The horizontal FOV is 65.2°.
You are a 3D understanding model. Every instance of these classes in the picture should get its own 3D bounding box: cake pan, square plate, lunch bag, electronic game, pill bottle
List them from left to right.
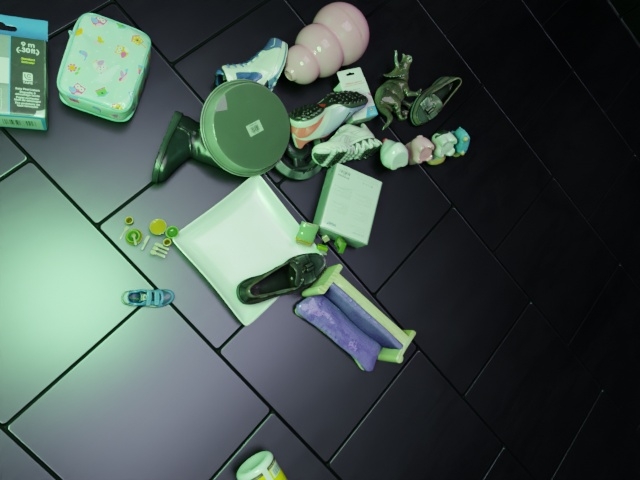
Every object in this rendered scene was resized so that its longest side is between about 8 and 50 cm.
[{"bbox_3d":[-0.621,-0.499,1.439,0.224,0.108,0.279,15,74,-15],"label":"lunch bag"},{"bbox_3d":[-0.213,-0.340,1.509,0.293,0.054,0.293,-4,98,-32],"label":"cake pan"},{"bbox_3d":[-0.217,0.024,1.552,0.344,0.049,0.347,-42,98,-23],"label":"square plate"},{"bbox_3d":[-0.140,0.724,1.427,0.117,0.117,0.215,-30,93,-24],"label":"pill bottle"},{"bbox_3d":[-0.081,-0.314,1.666,0.229,0.048,0.229,5,80,-31],"label":"electronic game"}]

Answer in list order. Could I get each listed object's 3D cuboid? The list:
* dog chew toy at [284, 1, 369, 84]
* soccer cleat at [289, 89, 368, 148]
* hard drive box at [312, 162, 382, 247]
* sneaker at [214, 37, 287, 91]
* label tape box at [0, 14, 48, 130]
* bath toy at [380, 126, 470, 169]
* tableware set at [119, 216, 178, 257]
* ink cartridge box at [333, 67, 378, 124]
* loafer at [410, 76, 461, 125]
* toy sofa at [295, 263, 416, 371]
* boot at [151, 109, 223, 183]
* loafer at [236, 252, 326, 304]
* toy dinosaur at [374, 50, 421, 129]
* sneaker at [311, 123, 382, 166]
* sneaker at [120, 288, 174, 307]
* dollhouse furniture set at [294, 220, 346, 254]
[{"bbox_3d":[0.010,-0.649,1.686,0.332,0.206,0.206,-44,99,-16],"label":"dog chew toy"},{"bbox_3d":[0.029,-0.409,1.662,0.318,0.116,0.108,-30,50,-31],"label":"soccer cleat"},{"bbox_3d":[0.089,-0.114,1.682,0.181,0.089,0.232,21,73,-18],"label":"hard drive box"},{"bbox_3d":[-0.233,-0.531,1.597,0.182,0.127,0.315,24,74,-20],"label":"sneaker"},{"bbox_3d":[-0.865,-0.477,1.334,0.241,0.106,0.333,-1,82,-24],"label":"label tape box"},{"bbox_3d":[0.363,-0.334,1.817,0.348,0.151,0.129,-13,48,-22],"label":"bath toy"},{"bbox_3d":[-0.492,-0.022,1.434,0.154,0.024,0.104,23,72,2],"label":"tableware set"},{"bbox_3d":[0.119,-0.510,1.776,0.104,0.061,0.181,-19,90,-23],"label":"ink cartridge box"},{"bbox_3d":[0.439,-0.539,1.895,0.267,0.084,0.096,-50,120,-23],"label":"loafer"},{"bbox_3d":[0.108,0.257,1.594,0.362,0.150,0.177,43,67,-11],"label":"toy sofa"},{"bbox_3d":[-0.375,-0.255,1.507,0.207,0.094,0.246,20,68,-15],"label":"boot"},{"bbox_3d":[-0.102,0.116,1.505,0.302,0.095,0.109,-22,90,-25],"label":"loafer"},{"bbox_3d":[0.263,-0.522,1.829,0.160,0.121,0.313,31,75,-3],"label":"toy dinosaur"},{"bbox_3d":[0.076,-0.329,1.702,0.292,0.110,0.118,-19,78,-40],"label":"sneaker"},{"bbox_3d":[-0.485,0.163,1.410,0.144,0.059,0.053,-1,79,-24],"label":"sneaker"},{"bbox_3d":[0.000,0.000,1.573,0.152,0.058,0.076,15,111,-19],"label":"dollhouse furniture set"}]
